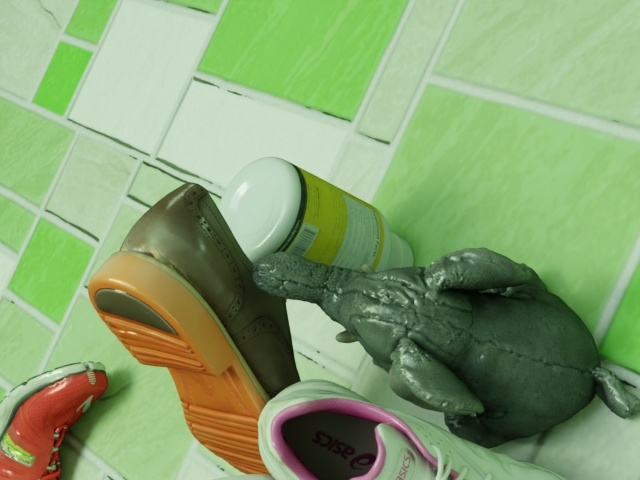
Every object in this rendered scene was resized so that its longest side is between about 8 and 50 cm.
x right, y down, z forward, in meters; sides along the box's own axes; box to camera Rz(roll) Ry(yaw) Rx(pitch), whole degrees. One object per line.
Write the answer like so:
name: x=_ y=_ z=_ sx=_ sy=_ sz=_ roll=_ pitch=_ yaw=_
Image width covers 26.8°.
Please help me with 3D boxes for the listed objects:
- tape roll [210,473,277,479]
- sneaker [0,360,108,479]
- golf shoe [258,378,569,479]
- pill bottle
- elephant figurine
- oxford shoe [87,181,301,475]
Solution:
tape roll: x=-0.082 y=0.332 z=1.089 sx=0.286 sy=0.286 sz=0.100 roll=-55 pitch=43 yaw=10
sneaker: x=-0.323 y=0.246 z=1.543 sx=0.279 sy=0.107 sz=0.118 roll=-46 pitch=63 yaw=24
golf shoe: x=0.087 y=0.195 z=1.005 sx=0.306 sy=0.140 sz=0.115 roll=20 pitch=82 yaw=9
pill bottle: x=0.000 y=0.000 z=1.243 sx=0.103 sy=0.184 sz=0.103 roll=-22 pitch=56 yaw=37
elephant figurine: x=0.097 y=0.075 z=1.064 sx=0.186 sy=0.239 sz=0.169 roll=-36 pitch=48 yaw=28
oxford shoe: x=-0.055 y=0.103 z=1.154 sx=0.130 sy=0.364 sz=0.133 roll=10 pitch=55 yaw=34
